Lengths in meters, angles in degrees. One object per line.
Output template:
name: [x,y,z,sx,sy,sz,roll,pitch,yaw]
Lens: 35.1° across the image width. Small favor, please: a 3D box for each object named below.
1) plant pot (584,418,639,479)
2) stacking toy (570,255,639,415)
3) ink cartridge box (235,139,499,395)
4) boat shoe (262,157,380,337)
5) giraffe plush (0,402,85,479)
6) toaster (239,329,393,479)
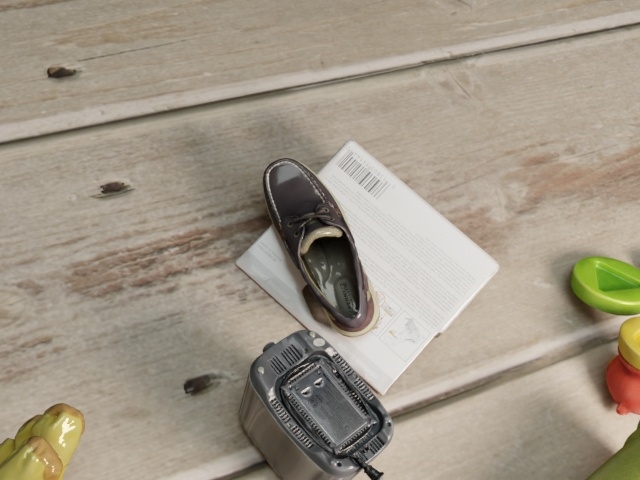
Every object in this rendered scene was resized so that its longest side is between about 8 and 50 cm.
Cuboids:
plant pot: [0.414,0.387,1.295,0.254,0.276,0.276,-25,69,-19]
stacking toy: [0.538,0.147,1.597,0.309,0.130,0.279,-5,34,-25]
ink cartridge box: [0.068,0.040,1.500,0.296,0.066,0.261,42,81,10]
boat shoe: [0.000,0.000,1.429,0.103,0.092,0.285,-23,76,-3]
giraffe plush: [-0.314,0.317,1.147,0.170,0.181,0.210,48,42,-12]
toaster: [-0.006,0.236,1.297,0.129,0.146,0.227,-34,73,-32]
